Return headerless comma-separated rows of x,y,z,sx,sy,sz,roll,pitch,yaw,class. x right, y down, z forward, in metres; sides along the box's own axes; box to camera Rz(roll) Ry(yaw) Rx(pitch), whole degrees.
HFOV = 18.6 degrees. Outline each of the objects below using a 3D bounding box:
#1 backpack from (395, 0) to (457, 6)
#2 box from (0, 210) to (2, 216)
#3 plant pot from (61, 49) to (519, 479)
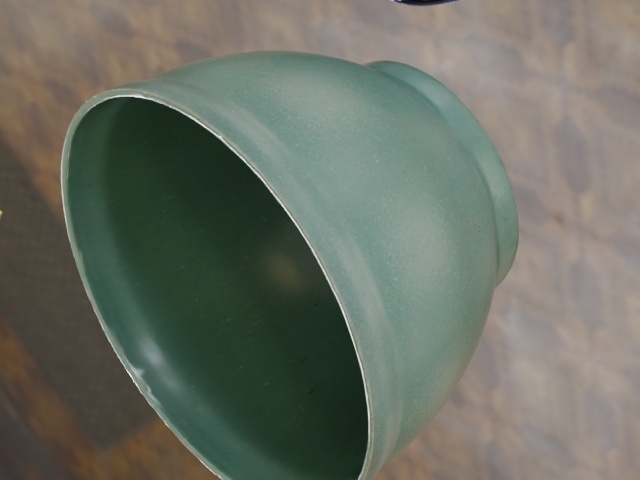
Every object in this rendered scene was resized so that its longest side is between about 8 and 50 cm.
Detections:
0.103,-0.306,1.430,0.263,0.213,0.276,-20,111,30,backpack
-0.379,0.051,1.774,0.058,0.232,0.087,31,136,7,box
0.000,0.000,1.248,0.293,0.196,0.293,34,140,34,plant pot
